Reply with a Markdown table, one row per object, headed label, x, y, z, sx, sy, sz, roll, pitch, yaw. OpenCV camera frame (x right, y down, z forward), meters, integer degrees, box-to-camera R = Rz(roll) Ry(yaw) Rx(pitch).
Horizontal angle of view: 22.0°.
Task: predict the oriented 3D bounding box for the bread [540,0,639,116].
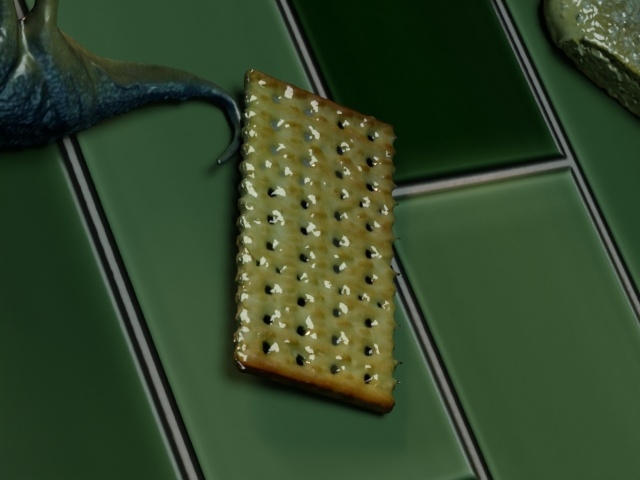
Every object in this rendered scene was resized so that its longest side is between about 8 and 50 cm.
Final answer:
| label | x | y | z | sx | sy | sz | roll | pitch | yaw |
| --- | --- | --- | --- | --- | --- | --- | --- | --- | --- |
| bread | 0.322 | -0.173 | 1.441 | 0.286 | 0.056 | 0.207 | 32 | 52 | -18 |

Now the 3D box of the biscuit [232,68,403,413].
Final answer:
| label | x | y | z | sx | sy | sz | roll | pitch | yaw |
| --- | --- | --- | --- | --- | --- | --- | --- | --- | --- |
| biscuit | 0.000 | 0.000 | 1.133 | 0.139 | 0.016 | 0.231 | 20 | 55 | -32 |

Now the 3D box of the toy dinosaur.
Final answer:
| label | x | y | z | sx | sy | sz | roll | pitch | yaw |
| --- | --- | --- | --- | --- | --- | --- | --- | --- | --- |
| toy dinosaur | -0.190 | -0.107 | 1.021 | 0.363 | 0.076 | 0.147 | -12 | 110 | -42 |
